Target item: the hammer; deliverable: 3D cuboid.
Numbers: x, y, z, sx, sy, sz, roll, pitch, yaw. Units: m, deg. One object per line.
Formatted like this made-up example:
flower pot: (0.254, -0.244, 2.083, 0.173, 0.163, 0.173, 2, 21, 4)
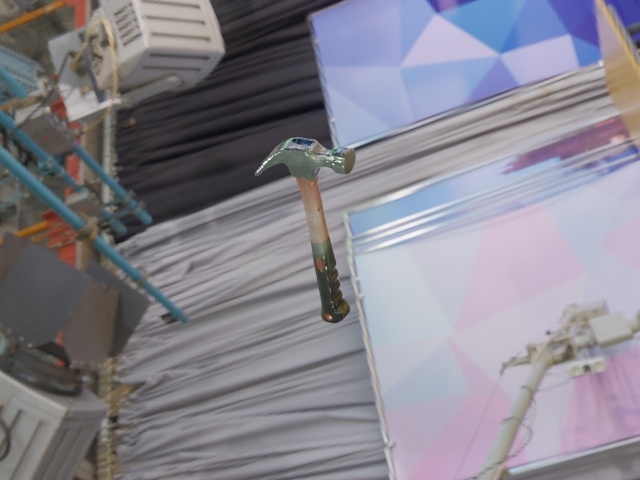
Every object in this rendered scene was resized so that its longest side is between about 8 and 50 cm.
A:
hammer: (0.000, 0.000, 0.884, 0.033, 0.111, 0.288, -60, -28, -36)
